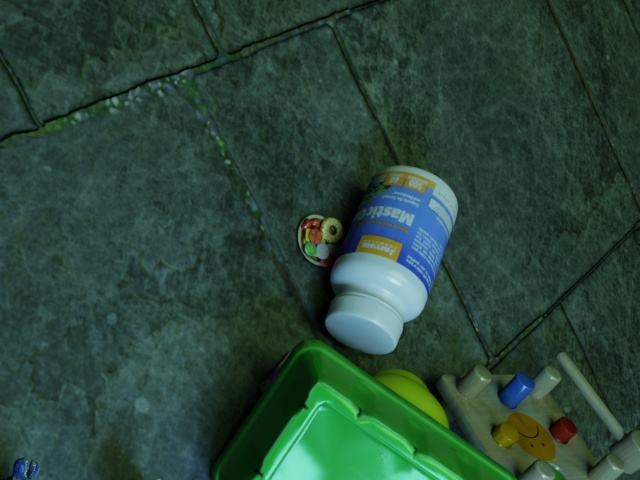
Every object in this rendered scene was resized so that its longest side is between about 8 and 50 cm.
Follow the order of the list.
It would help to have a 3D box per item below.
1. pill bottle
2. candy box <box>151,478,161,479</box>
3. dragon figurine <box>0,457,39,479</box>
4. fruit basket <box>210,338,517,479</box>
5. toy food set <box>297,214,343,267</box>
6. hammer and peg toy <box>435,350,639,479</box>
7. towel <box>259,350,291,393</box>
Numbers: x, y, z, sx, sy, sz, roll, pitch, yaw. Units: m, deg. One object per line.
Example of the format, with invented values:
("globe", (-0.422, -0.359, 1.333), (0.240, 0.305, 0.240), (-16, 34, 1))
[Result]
("pill bottle", (0.104, 0.031, 1.339), (0.152, 0.152, 0.272), (40, 55, -24))
("candy box", (-0.182, 0.374, 1.009), (0.053, 0.109, 0.187), (-21, 80, -23))
("dragon figurine", (-0.289, 0.382, 0.956), (0.144, 0.085, 0.289), (0, 73, -38))
("fruit basket", (0.070, 0.309, 1.184), (0.392, 0.392, 0.283), (38, 83, -26))
("toy food set", (0.000, 0.000, 1.349), (0.083, 0.020, 0.083), (15, 69, -37))
("hammer and peg toy", (0.371, 0.323, 1.444), (0.361, 0.127, 0.266), (7, 40, -39))
("towel", (-0.048, 0.206, 1.258), (0.060, 0.009, 0.083), (55, 52, -15))
